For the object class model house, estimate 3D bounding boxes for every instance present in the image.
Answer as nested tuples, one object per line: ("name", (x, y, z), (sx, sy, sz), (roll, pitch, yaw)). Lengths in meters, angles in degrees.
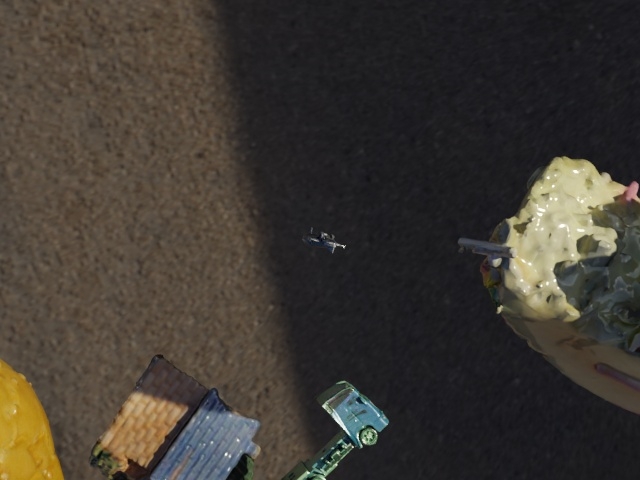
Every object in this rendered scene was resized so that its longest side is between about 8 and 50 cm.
("model house", (-0.161, 0.274, 1.504), (0.172, 0.183, 0.166), (24, 73, 24))

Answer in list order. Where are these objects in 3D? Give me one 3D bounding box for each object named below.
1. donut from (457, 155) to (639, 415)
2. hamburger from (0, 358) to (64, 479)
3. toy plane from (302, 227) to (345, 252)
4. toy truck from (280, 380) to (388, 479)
("donut", (0.329, 0.049, 0.915), (0.371, 0.307, 0.150), (5, 62, 36))
("hamburger", (-0.358, 0.244, 1.123), (0.158, 0.318, 0.319), (-5, 101, 27))
("toy plane", (0.000, 0.000, 1.920), (0.083, 0.078, 0.031), (20, 94, 47))
("toy truck", (-0.005, 0.251, 1.428), (0.175, 0.067, 0.081), (-43, 99, -4))
